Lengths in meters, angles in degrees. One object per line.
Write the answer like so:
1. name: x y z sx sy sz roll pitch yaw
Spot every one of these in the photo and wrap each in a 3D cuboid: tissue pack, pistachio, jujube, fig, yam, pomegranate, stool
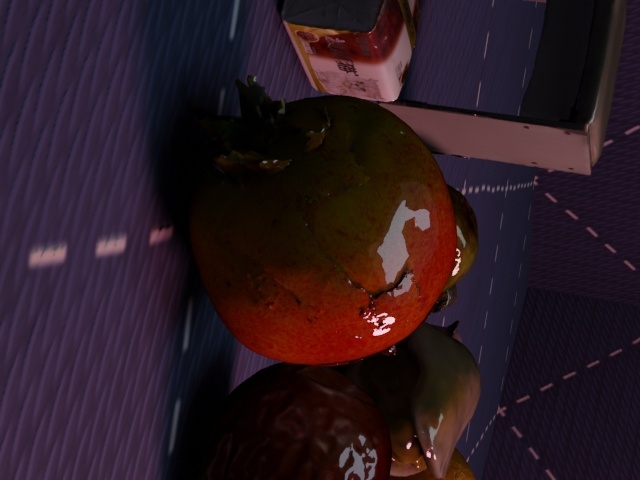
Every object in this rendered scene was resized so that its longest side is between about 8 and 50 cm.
1. tissue pack: 0.032 -0.207 1.153 0.149 0.099 0.106 57 45 -70
2. pistachio: 0.112 0.204 1.584 0.288 0.166 0.197 -42 119 -66
3. jujube: -0.038 0.220 1.076 0.236 0.168 0.168 -64 167 5
4. fig: 0.134 0.002 1.647 0.154 0.144 0.166 27 -79 67
5. yam: 0.198 0.091 2.101 0.132 0.054 0.054 -6 105 -76
6. pomegranate: -0.006 -0.014 0.946 0.235 0.210 0.210 49 46 -35
7. stool: 0.236 -0.238 1.589 0.170 0.269 0.244 51 50 -70

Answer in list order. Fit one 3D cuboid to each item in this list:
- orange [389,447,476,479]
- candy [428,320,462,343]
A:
1. orange: 0.119 0.360 1.698 0.206 0.206 0.206 10 90 -76
2. candy: 0.157 0.242 1.950 0.255 0.094 0.255 10 90 -76
